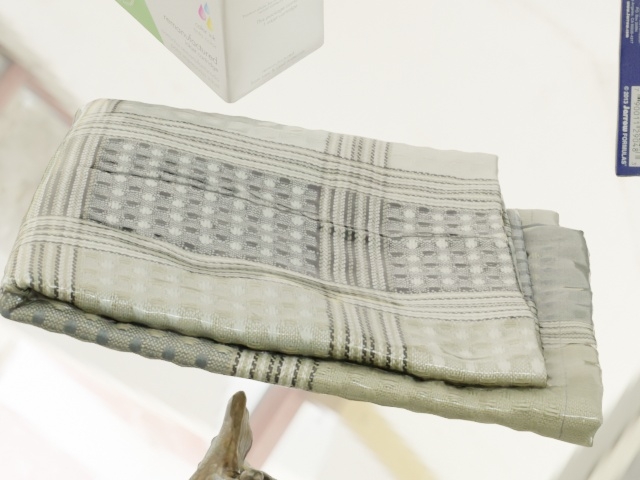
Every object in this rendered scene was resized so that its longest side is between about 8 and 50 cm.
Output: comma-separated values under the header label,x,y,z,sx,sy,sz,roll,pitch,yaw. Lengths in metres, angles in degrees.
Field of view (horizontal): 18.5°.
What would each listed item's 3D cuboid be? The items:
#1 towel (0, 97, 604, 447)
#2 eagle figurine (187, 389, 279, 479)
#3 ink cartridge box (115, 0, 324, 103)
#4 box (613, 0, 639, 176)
label,x,y,z,sx,sy,sz,roll,pitch,yaw
towel,0.000,0.000,1.109,0.324,0.056,0.312,12,20,-3
eagle figurine,0.006,0.234,1.228,0.226,0.225,0.298,-28,-57,23
ink cartridge box,-0.103,-0.314,1.661,0.207,0.119,0.353,43,-27,30
box,0.322,-0.111,1.385,0.225,0.136,0.036,2,11,6
